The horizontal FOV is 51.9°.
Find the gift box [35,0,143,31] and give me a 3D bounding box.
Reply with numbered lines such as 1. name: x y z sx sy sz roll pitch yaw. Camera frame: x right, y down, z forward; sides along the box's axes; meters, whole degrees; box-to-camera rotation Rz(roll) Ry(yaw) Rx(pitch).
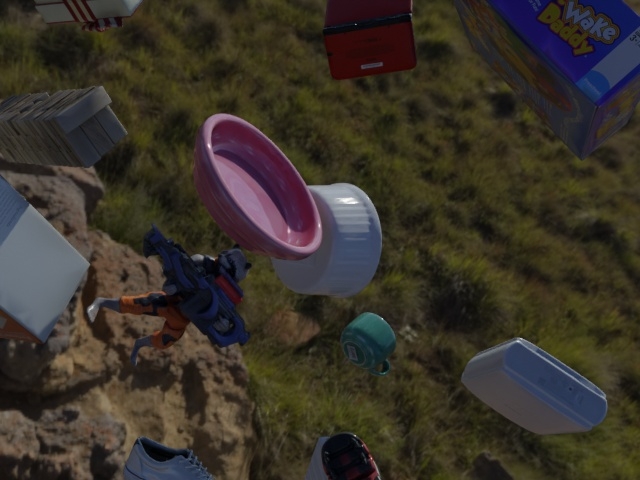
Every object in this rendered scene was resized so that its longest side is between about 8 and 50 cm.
1. gift box: -0.447 -0.574 1.304 0.276 0.258 0.255 9 56 25

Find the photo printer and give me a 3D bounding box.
1. photo printer: 0.480 0.351 1.544 0.256 0.307 0.107 34 70 3

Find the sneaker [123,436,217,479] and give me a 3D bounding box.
1. sneaker: -0.260 0.457 1.270 0.258 0.091 0.094 16 12 8

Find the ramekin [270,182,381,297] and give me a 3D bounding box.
1. ramekin: 0.000 0.000 1.539 0.135 0.277 0.277 0 44 -41

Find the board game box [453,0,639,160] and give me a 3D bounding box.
1. board game box: 0.257 -0.223 0.755 0.233 0.078 0.347 51 14 13

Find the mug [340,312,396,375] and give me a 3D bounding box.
1. mug: 0.125 0.275 1.695 0.158 0.129 0.097 45 49 13

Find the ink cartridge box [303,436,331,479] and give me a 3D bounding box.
1. ink cartridge box: 0.005 0.608 1.531 0.066 0.233 0.189 8 21 -17

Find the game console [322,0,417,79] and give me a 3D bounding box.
1. game console: 0.083 -0.339 1.069 0.143 0.124 0.085 -4 27 17

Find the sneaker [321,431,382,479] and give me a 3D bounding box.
1. sneaker: 0.086 0.489 1.207 0.097 0.135 0.276 -23 70 -1

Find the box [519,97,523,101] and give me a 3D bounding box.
1. box: 0.424 -0.363 1.255 0.164 0.021 0.201 -20 53 8

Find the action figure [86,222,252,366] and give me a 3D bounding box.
1. action figure: -0.303 0.089 1.346 0.330 0.341 0.178 -25 34 -2

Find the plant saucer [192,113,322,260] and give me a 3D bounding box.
1. plant saucer: -0.132 -0.094 1.300 0.332 0.084 0.332 42 27 -27

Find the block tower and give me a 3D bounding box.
1. block tower: -0.449 -0.185 1.085 0.335 0.097 0.091 8 47 45

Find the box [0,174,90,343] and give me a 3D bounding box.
1. box: -0.582 0.000 1.055 0.214 0.345 0.168 2 53 26
